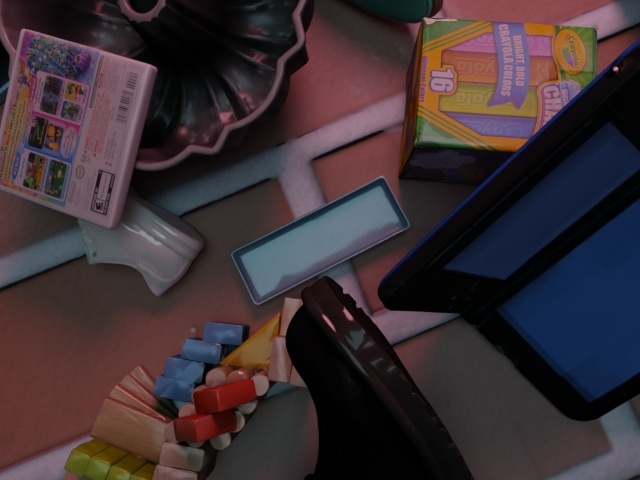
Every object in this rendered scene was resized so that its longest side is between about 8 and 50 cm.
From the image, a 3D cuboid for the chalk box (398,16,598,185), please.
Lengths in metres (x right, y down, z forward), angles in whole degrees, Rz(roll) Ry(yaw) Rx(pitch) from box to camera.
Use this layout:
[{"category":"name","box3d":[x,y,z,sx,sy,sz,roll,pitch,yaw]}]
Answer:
[{"category":"chalk box","box3d":[0.196,-0.131,0.555,0.212,0.132,0.132,4,82,2]}]

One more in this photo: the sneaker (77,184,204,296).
[{"category":"sneaker","box3d":[-0.236,-0.022,0.588,0.212,0.080,0.094,36,96,5]}]

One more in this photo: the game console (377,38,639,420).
[{"category":"game console","box3d":[0.243,0.026,0.457,0.293,0.250,0.173,-47,55,26]}]

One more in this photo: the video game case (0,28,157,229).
[{"category":"video game case","box3d":[-0.239,-0.106,0.518,0.143,0.019,0.157,18,98,11]}]

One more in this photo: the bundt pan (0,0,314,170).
[{"category":"bundt pan","box3d":[-0.154,-0.233,0.562,0.330,0.124,0.331,1,94,12]}]

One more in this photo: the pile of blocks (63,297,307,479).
[{"category":"pile of blocks","box3d":[-0.141,0.172,0.534,0.149,0.112,0.362,44,85,7]}]

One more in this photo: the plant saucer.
[{"category":"plant saucer","box3d":[0.000,0.000,0.601,0.192,0.018,0.067,-27,82,-1]}]

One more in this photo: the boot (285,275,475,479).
[{"category":"boot","box3d":[-0.004,0.230,0.466,0.260,0.131,0.348,-30,106,-3]}]

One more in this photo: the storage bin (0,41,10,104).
[{"category":"storage bin","box3d":[-0.412,-0.209,0.612,0.091,0.098,0.135,42,86,17]}]

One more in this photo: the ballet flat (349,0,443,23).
[{"category":"ballet flat","box3d":[0.009,-0.355,0.610,0.315,0.107,0.106,28,70,5]}]
